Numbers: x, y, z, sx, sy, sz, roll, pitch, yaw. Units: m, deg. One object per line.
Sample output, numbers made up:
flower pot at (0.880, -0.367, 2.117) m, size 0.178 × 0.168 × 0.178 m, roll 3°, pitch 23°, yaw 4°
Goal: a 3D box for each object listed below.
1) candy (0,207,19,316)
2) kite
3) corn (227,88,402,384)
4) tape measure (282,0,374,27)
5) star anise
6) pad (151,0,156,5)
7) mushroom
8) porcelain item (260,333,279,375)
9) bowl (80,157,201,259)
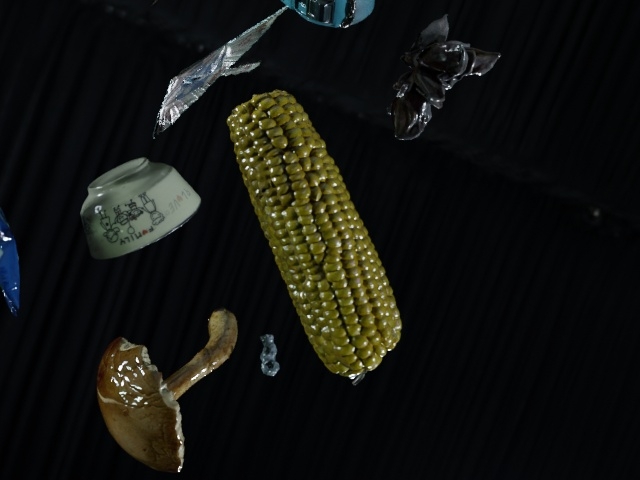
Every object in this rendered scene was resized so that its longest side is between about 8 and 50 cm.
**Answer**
candy at (-0.627, -0.010, 1.902) m, size 0.077 × 0.331 × 0.187 m, roll -24°, pitch -119°, yaw -22°
kite at (-0.175, -0.274, 1.652) m, size 0.011 × 0.335 × 0.314 m, roll 52°, pitch -156°, yaw 3°
corn at (0.000, 0.000, 0.986) m, size 0.102 × 0.310 × 0.101 m, roll -20°, pitch -173°, yaw 2°
tape measure at (0.018, -0.376, 1.493) m, size 0.125 × 0.081 × 0.146 m, roll -24°, pitch -130°, yaw -29°
star anise at (0.189, -0.275, 1.704) m, size 0.129 × 0.212 × 0.282 m, roll 40°, pitch -166°, yaw -9°
pad at (-0.221, -0.477, 1.677) m, size 0.006 × 0.187 × 0.113 m, roll 38°, pitch 142°, yaw -21°
mushroom at (-0.237, 0.211, 1.630) m, size 0.233 × 0.301 × 0.208 m, roll 14°, pitch 156°, yaw 50°
porcelain item at (-0.100, 0.225, 1.955) m, size 0.036 × 0.083 × 0.028 m, roll -5°, pitch 155°, yaw -11°
bowl at (-0.358, -0.075, 1.911) m, size 0.126 × 0.238 × 0.238 m, roll 64°, pitch 169°, yaw -18°
